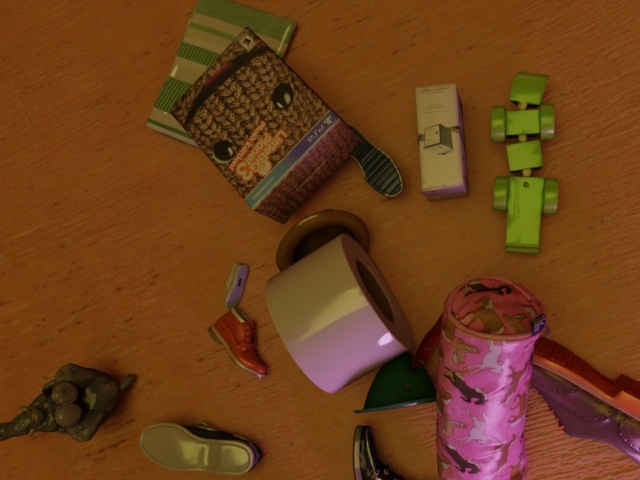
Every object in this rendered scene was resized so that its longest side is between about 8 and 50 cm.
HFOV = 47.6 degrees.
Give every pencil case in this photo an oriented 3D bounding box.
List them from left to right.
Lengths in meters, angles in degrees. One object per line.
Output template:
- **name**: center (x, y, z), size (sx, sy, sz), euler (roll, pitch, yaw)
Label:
- **pencil case**: center (0.277, 0.252, 1.200), size (0.167, 0.160, 0.386), euler (8, 123, 16)

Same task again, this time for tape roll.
- **tape roll**: center (0.035, 0.132, 1.327), size (0.169, 0.246, 0.246), euler (-32, 76, 12)

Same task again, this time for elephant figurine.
- **elephant figurine**: center (-0.554, 0.356, 1.553), size (0.239, 0.186, 0.169), euler (-28, 39, 39)

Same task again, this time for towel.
- **towel**: center (-0.218, -0.354, 1.570), size (0.247, 0.038, 0.325), euler (23, 91, 18)

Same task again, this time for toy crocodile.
- **toy crocodile**: center (0.376, -0.144, 1.334), size (0.115, 0.105, 0.341), euler (-1, 89, 17)

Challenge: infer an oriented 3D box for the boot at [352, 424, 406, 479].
- **boot**: center (0.160, 0.451, 1.346), size (0.178, 0.085, 0.236), euler (-11, 88, 14)

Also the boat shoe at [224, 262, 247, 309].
- **boat shoe**: center (-0.183, 0.094, 1.518), size (0.035, 0.035, 0.100), euler (19, 95, 46)

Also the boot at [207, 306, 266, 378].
- **boot**: center (-0.153, 0.208, 1.483), size (0.084, 0.059, 0.158), euler (-46, 73, 3)

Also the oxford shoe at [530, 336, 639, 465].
- **oxford shoe**: center (0.424, 0.268, 1.261), size (0.363, 0.130, 0.133), euler (27, 107, 25)

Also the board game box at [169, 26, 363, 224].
- **board game box**: center (-0.107, -0.221, 1.412), size (0.232, 0.141, 0.291), euler (-46, 68, 8)

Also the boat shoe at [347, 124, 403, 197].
- **boat shoe**: center (0.107, -0.155, 1.429), size (0.066, 0.066, 0.183), euler (-42, 69, 12)

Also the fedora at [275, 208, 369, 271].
- **fedora**: center (0.000, 0.000, 1.421), size (0.194, 0.194, 0.079), euler (-31, 42, 12)

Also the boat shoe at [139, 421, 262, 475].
- **boat shoe**: center (-0.243, 0.421, 1.478), size (0.254, 0.079, 0.095), euler (1, 82, 15)

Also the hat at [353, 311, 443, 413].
- **hat**: center (0.143, 0.215, 1.341), size (0.173, 0.208, 0.184), euler (-19, 73, 39)

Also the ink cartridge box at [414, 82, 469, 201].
- **ink cartridge box**: center (0.227, -0.179, 1.355), size (0.082, 0.139, 0.191), euler (-6, 83, 15)
